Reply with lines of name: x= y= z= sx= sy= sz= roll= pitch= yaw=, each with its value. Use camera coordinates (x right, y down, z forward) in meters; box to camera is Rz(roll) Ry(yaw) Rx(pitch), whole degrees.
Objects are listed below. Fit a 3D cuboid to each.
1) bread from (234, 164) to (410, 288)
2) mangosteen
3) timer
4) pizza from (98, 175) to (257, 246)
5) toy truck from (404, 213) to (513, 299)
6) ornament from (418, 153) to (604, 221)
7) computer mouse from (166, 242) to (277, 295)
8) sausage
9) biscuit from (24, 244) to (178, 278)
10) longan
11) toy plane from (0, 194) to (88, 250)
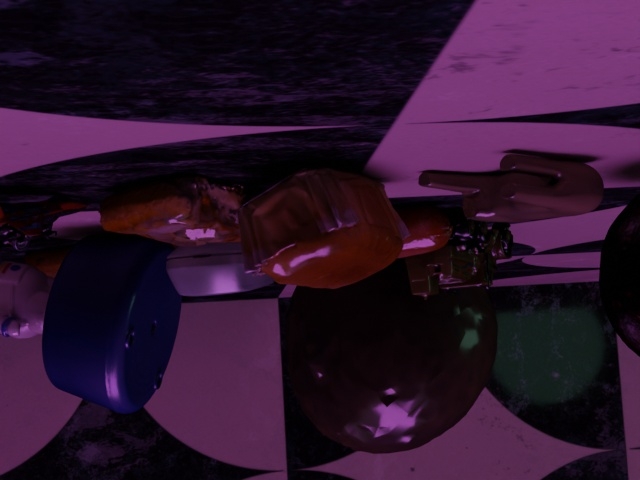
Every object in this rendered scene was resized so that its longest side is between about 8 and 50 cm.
bread: x=0.008 y=-0.008 z=1.450 sx=0.136 sy=0.107 sz=0.241 roll=-28 pitch=165 yaw=18
mangosteen: x=0.500 y=0.055 z=1.554 sx=0.297 sy=0.297 sz=0.313 roll=-8 pitch=130 yaw=35
timer: x=-0.428 y=0.097 z=1.913 sx=0.384 sy=0.270 sz=0.270 roll=11 pitch=177 yaw=12
pizza: x=-0.132 y=-0.025 z=1.533 sx=0.189 sy=0.071 sz=0.297 roll=-8 pitch=173 yaw=32
toy truck: x=0.211 y=0.023 z=1.935 sx=0.127 sy=0.127 sz=0.257 roll=-8 pitch=176 yaw=26
ornament: x=0.238 y=-0.053 z=1.512 sx=0.245 sy=0.061 sz=0.230 roll=6 pitch=171 yaw=-38
computer mouse: x=-0.130 y=0.021 z=1.864 sx=0.160 sy=0.097 sz=0.288 roll=-7 pitch=-176 yaw=16
sausage: x=0.093 y=-0.010 z=1.788 sx=0.198 sy=0.076 sz=0.076 roll=-7 pitch=173 yaw=22
biscuit: x=-0.337 y=0.040 z=2.169 sx=0.359 sy=0.046 sz=0.359 roll=-3 pitch=175 yaw=0
longan: x=0.120 y=0.180 z=2.228 sx=0.391 sy=0.391 sz=0.391 roll=-3 pitch=174 yaw=0
toy plane: x=-0.342 y=-0.026 z=1.459 sx=0.130 sy=0.061 sz=0.189 roll=20 pitch=-170 yaw=32
